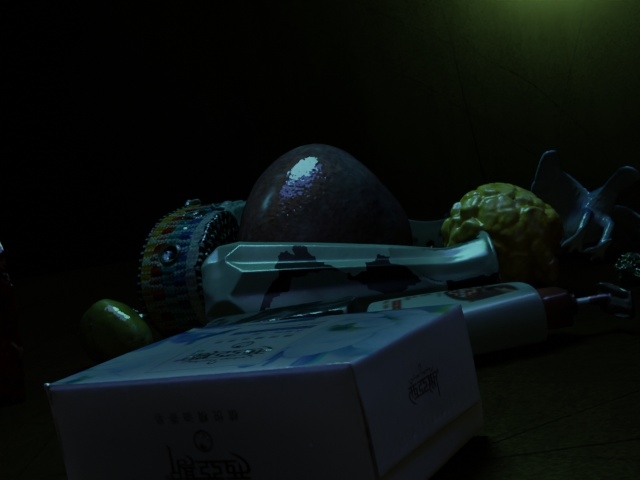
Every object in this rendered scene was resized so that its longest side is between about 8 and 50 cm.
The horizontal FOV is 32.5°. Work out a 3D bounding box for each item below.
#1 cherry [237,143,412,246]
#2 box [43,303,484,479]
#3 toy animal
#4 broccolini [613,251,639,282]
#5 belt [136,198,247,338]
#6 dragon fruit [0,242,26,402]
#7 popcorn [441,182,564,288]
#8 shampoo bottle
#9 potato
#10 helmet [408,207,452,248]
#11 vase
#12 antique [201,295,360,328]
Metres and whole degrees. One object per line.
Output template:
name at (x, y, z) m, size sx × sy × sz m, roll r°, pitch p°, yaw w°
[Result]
cherry at (0.000, 0.000, 1.608) m, size 0.221 × 0.261 × 0.307 m, roll -35°, pitch 10°, yaw 50°
box at (-0.039, 0.131, 0.863) m, size 0.274 × 0.116 × 0.203 m, roll -8°, pitch 6°, yaw 30°
toy animal at (0.426, -0.044, 1.756) m, size 0.255 × 0.239 × 0.176 m, roll -56°, pitch 9°, yaw 35°
broccolini at (0.439, 0.035, 1.383) m, size 0.071 × 0.057 × 0.254 m, roll -54°, pitch 5°, yaw -3°
belt at (-0.163, 0.044, 1.682) m, size 0.150 × 0.207 × 0.257 m, roll -5°, pitch 14°, yaw 28°
dragon fruit at (-0.565, 0.121, 1.521) m, size 0.286 × 0.228 × 0.329 m, roll -13°, pitch 7°, yaw -16°
popcorn at (0.252, 0.005, 1.495) m, size 0.170 × 0.180 × 0.180 m, roll -14°, pitch 6°, yaw -24°
shampoo bottle at (0.191, 0.084, 1.200) m, size 0.284 × 0.071 × 0.153 m, roll -12°, pitch 6°, yaw 4°
potato at (-0.291, 0.134, 1.550) m, size 0.085 × 0.105 × 0.188 m, roll -33°, pitch 2°, yaw -27°
helmet at (0.173, 0.020, 1.870) m, size 0.153 × 0.107 × 0.177 m, roll -17°, pitch -12°, yaw -31°
vase at (0.037, 0.067, 1.366) m, size 0.360 × 0.165 × 0.165 m, roll -6°, pitch 4°, yaw -4°
antique at (-0.046, 0.121, 1.199) m, size 0.183 × 0.086 × 0.088 m, roll -10°, pitch 4°, yaw 12°
